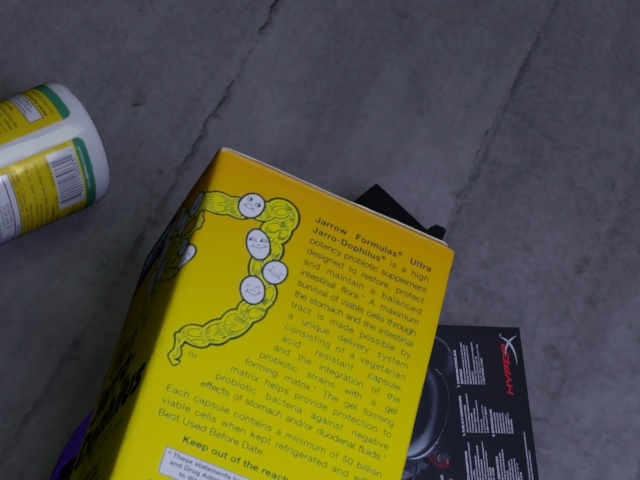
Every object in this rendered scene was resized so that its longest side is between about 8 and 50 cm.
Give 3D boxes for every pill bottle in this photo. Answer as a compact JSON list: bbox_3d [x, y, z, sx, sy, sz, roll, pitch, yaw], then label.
[{"bbox_3d":[-0.300,-0.050,1.439,0.208,0.118,0.118,-26,70,-24],"label":"pill bottle"}]

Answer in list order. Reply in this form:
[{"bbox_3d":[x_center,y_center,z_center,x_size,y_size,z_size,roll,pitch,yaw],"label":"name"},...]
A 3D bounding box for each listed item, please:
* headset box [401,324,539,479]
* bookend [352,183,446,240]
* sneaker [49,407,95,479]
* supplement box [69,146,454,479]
[{"bbox_3d":[0.026,0.184,1.383,0.293,0.110,0.218,2,60,-12],"label":"headset box"},{"bbox_3d":[0.000,0.000,1.504,0.157,0.072,0.156,43,60,13],"label":"bookend"},{"bbox_3d":[-0.183,0.234,1.288,0.102,0.146,0.293,22,60,1],"label":"sneaker"},{"bbox_3d":[-0.061,0.150,1.184,0.195,0.194,0.357,24,56,-12],"label":"supplement box"}]
